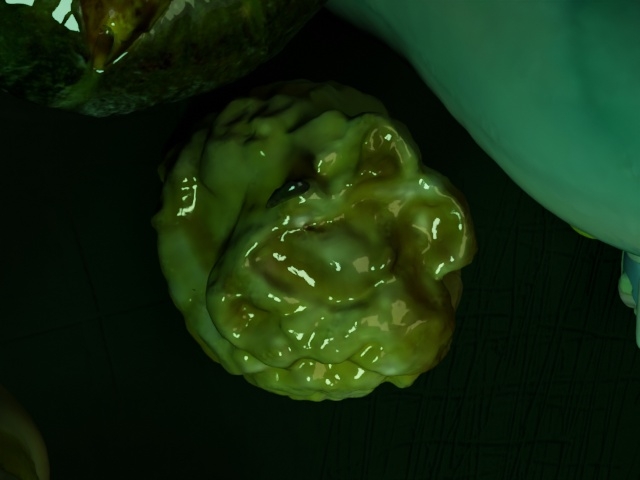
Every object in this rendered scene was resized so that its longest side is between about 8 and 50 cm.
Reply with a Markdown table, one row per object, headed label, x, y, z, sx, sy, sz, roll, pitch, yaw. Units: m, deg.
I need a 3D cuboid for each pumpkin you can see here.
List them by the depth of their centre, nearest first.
| label | x | y | z | sx | sy | sz | roll | pitch | yaw |
| --- | --- | --- | --- | --- | --- | --- | --- | --- | --- |
| pumpkin | -0.089 | -0.172 | 0.818 | 0.238 | 0.159 | 0.238 | -6 | 106 | -22 |

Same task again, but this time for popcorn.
| label | x | y | z | sx | sy | sz | roll | pitch | yaw |
| --- | --- | --- | --- | --- | --- | --- | --- | --- | --- |
| popcorn | 0.000 | 0.000 | 0.965 | 0.170 | 0.180 | 0.180 | -29 | 129 | -76 |

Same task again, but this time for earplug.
| label | x | y | z | sx | sy | sz | roll | pitch | yaw |
| --- | --- | --- | --- | --- | --- | --- | --- | --- | --- |
| earplug | 0.128 | -0.105 | 0.906 | 0.185 | 0.324 | 0.185 | -15 | 130 | -18 |

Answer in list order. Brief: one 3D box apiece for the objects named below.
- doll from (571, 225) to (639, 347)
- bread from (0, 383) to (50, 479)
| label | x | y | z | sx | sy | sz | roll | pitch | yaw |
| --- | --- | --- | --- | --- | --- | --- | --- | --- | --- |
| doll | 0.229 | -0.008 | 1.235 | 0.135 | 0.099 | 0.241 | -44 | 132 | 4 |
| bread | -0.241 | 0.169 | 0.693 | 0.333 | 0.333 | 0.160 | -43 | 144 | -27 |
